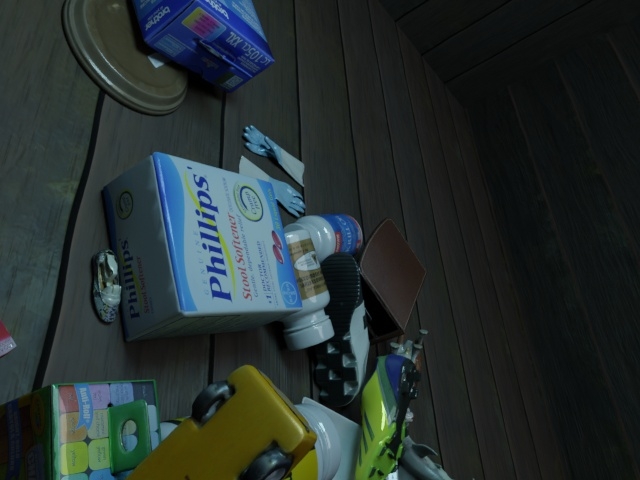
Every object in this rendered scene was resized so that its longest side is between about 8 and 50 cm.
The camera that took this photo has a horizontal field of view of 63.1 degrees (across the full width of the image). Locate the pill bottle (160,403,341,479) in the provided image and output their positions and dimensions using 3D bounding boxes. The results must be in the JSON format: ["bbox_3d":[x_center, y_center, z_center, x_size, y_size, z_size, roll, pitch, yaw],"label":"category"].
[{"bbox_3d":[-0.116,0.339,0.772,0.333,0.187,0.188,9,62,-55],"label":"pill bottle"}]

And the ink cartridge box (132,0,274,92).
[{"bbox_3d":[-0.260,-0.502,1.114,0.270,0.151,0.396,14,53,-61],"label":"ink cartridge box"}]

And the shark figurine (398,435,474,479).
[{"bbox_3d":[0.241,0.558,1.227,0.116,0.278,0.166,-40,142,-21],"label":"shark figurine"}]

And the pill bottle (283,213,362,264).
[{"bbox_3d":[0.000,0.000,1.246,0.221,0.124,0.124,-10,78,-58],"label":"pill bottle"}]

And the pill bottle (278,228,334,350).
[{"bbox_3d":[-0.053,0.102,1.083,0.131,0.131,0.230,-15,87,-59],"label":"pill bottle"}]

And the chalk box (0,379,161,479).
[{"bbox_3d":[-0.268,0.234,0.585,0.132,0.213,0.133,16,55,-51],"label":"chalk box"}]

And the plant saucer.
[{"bbox_3d":[-0.367,-0.381,1.031,0.278,0.041,0.278,37,40,-40],"label":"plant saucer"}]

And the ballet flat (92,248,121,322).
[{"bbox_3d":[-0.322,0.065,0.791,0.041,0.041,0.115,11,60,-54],"label":"ballet flat"}]

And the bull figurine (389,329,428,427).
[{"bbox_3d":[0.204,0.326,1.300,0.310,0.101,0.189,-48,150,-73],"label":"bull figurine"}]

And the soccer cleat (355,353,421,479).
[{"bbox_3d":[0.125,0.381,1.114,0.093,0.121,0.289,48,54,-41],"label":"soccer cleat"}]

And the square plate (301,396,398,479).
[{"bbox_3d":[0.049,0.532,1.027,0.344,0.049,0.347,39,40,-36],"label":"square plate"}]

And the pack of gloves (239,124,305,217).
[{"bbox_3d":[-0.101,-0.175,1.289,0.232,0.046,0.195,30,45,-44],"label":"pack of gloves"}]

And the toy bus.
[{"bbox_3d":[-0.145,0.286,0.521,0.108,0.332,0.130,40,-10,32],"label":"toy bus"}]

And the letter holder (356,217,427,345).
[{"bbox_3d":[0.136,0.098,1.364,0.214,0.152,0.302,56,32,-12],"label":"letter holder"}]

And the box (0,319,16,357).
[{"bbox_3d":[-0.446,0.125,0.472,0.123,0.128,0.257,61,31,-7],"label":"box"}]

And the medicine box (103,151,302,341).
[{"bbox_3d":[-0.197,0.020,0.907,0.289,0.149,0.264,8,62,-56],"label":"medicine box"}]

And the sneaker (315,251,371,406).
[{"bbox_3d":[0.050,0.194,1.188,0.146,0.122,0.331,15,75,-67],"label":"sneaker"}]
